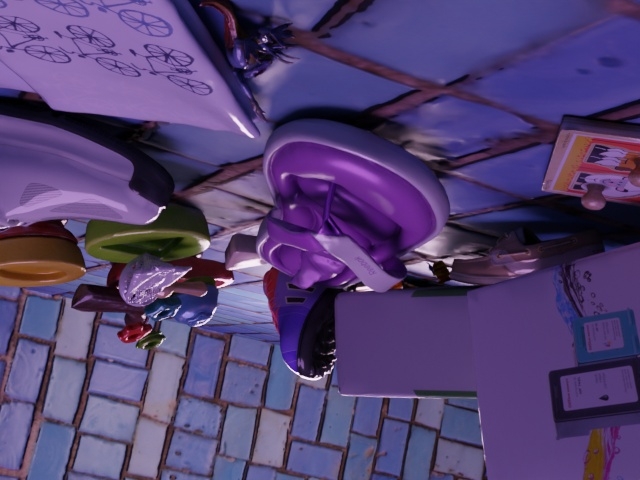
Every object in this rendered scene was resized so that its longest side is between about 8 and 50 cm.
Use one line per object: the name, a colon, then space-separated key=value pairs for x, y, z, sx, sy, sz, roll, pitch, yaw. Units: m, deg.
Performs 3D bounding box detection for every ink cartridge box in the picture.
ink cartridge box: x=0.171 y=0.109 z=1.195 sx=0.201 sy=0.117 sz=0.278 roll=-3 pitch=177 yaw=31
ink cartridge box: x=0.296 y=0.116 z=0.900 sx=0.198 sy=0.197 sz=0.270 roll=8 pitch=161 yaw=-40

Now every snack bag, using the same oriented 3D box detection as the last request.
snack bag: x=-0.229 y=-0.141 z=0.686 sx=0.342 sy=0.037 sz=0.323 roll=10 pitch=172 yaw=9

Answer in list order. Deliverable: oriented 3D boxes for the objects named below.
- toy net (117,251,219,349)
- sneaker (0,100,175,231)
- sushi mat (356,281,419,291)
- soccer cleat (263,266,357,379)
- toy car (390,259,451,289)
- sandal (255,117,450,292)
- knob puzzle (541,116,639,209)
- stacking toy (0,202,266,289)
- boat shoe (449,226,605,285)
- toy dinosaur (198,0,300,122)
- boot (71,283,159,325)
toy net: x=-0.185 y=0.060 z=1.166 sx=0.122 sy=0.045 sz=0.232 roll=-22 pitch=159 yaw=-1
sneaker: x=-0.372 y=0.000 z=1.001 sx=0.447 sy=0.258 sz=0.169 roll=9 pitch=170 yaw=8
sushi mat: x=0.103 y=0.085 z=1.633 sx=0.151 sy=0.019 sz=0.316 roll=12 pitch=170 yaw=-19
soccer cleat: x=-0.024 y=0.077 z=1.254 sx=0.116 sy=0.109 sz=0.318 roll=12 pitch=-163 yaw=5
toy car: x=0.120 y=0.035 z=1.362 sx=0.122 sy=0.060 sz=0.041 roll=-16 pitch=111 yaw=33
sandal: x=0.015 y=0.005 z=0.972 sx=0.169 sy=0.102 sz=0.416 roll=17 pitch=165 yaw=0
knob puzzle: x=0.266 y=-0.039 z=0.773 sx=0.213 sy=0.030 sz=0.213 roll=10 pitch=169 yaw=2
stacking toy: x=-0.208 y=-0.028 z=1.201 sx=0.279 sy=0.130 sz=0.309 roll=-16 pitch=163 yaw=35
boat shoe: x=0.207 y=0.015 z=1.049 sx=0.170 sy=0.059 sz=0.063 roll=-4 pitch=179 yaw=36
toy dinosaur: x=-0.045 y=-0.124 z=0.667 sx=0.090 sy=0.047 sz=0.082 roll=51 pitch=164 yaw=-19
boot: x=-0.257 y=0.080 z=1.262 sx=0.114 sy=0.037 sz=0.106 roll=1 pitch=152 yaw=-36
